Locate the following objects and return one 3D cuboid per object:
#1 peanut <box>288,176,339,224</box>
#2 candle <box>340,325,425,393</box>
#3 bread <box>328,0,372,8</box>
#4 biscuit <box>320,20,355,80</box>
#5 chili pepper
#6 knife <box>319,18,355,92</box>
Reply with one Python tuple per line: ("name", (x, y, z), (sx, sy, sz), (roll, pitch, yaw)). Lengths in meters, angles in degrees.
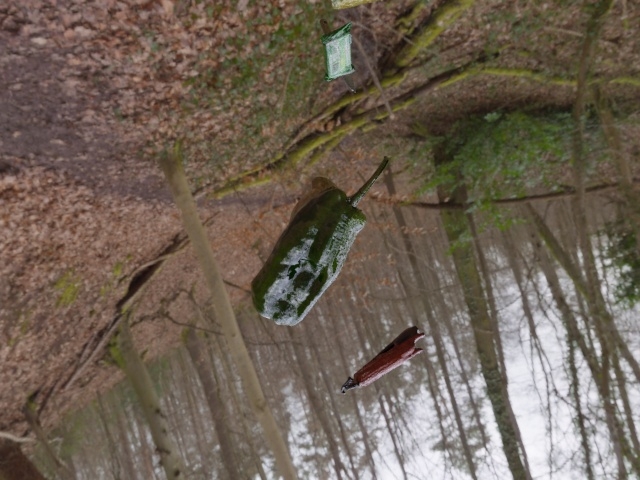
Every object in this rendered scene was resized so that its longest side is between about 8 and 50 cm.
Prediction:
("peanut", (-0.007, -0.007, 0.661), (0.080, 0.175, 0.080), (12, 160, 4))
("candle", (0.183, 0.356, 1.388), (0.301, 0.059, 0.084), (-33, -146, -7))
("bread", (0.051, -0.578, 0.921), (0.123, 0.186, 0.257), (-14, 174, 9))
("biscuit", (0.022, -0.248, 0.623), (0.046, 0.016, 0.089), (-23, 163, -3))
("chili pepper", (-0.002, -0.002, 0.466), (0.204, 0.072, 0.073), (-57, -153, 14))
("knife", (0.054, -0.545, 1.378), (0.047, 0.298, 0.017), (2, 148, -33))
